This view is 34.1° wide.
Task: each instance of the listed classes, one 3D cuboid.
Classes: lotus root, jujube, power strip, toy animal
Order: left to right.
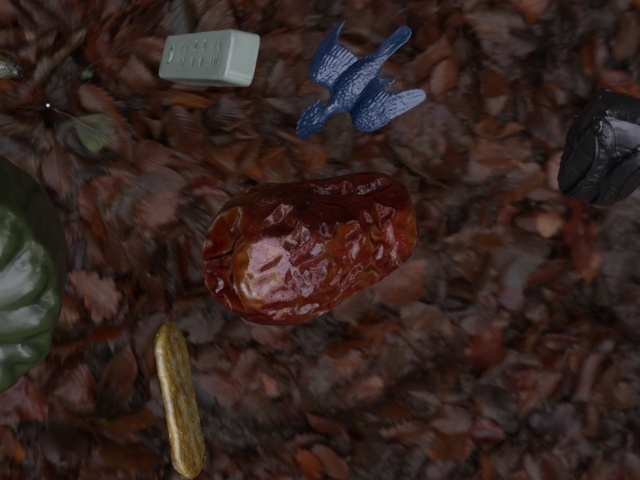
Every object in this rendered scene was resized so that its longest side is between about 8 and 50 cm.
[{"bbox_3d":[-0.565,-0.308,1.816,0.099,0.054,0.049,16,129,2],"label":"lotus root"},{"bbox_3d":[-0.213,-0.330,1.891,0.062,0.385,0.091,10,94,-28],"label":"power strip"},{"bbox_3d":[0.000,0.000,1.517,0.342,0.216,0.216,-17,102,-38],"label":"jujube"},{"bbox_3d":[0.067,-0.278,1.871,0.239,0.176,0.255,43,118,20],"label":"toy animal"}]

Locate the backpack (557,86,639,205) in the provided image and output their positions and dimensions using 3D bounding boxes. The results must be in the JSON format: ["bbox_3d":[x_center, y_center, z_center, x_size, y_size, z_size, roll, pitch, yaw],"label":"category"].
[{"bbox_3d":[0.368,-0.119,1.331,0.120,0.165,0.106,19,58,-8],"label":"backpack"}]

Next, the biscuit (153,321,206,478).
[{"bbox_3d":[-0.218,0.248,1.629,0.029,0.118,0.247,-11,90,16],"label":"biscuit"}]

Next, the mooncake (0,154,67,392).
[{"bbox_3d":[-0.513,0.049,1.371,0.356,0.194,0.356,-8,125,-11],"label":"mooncake"}]
